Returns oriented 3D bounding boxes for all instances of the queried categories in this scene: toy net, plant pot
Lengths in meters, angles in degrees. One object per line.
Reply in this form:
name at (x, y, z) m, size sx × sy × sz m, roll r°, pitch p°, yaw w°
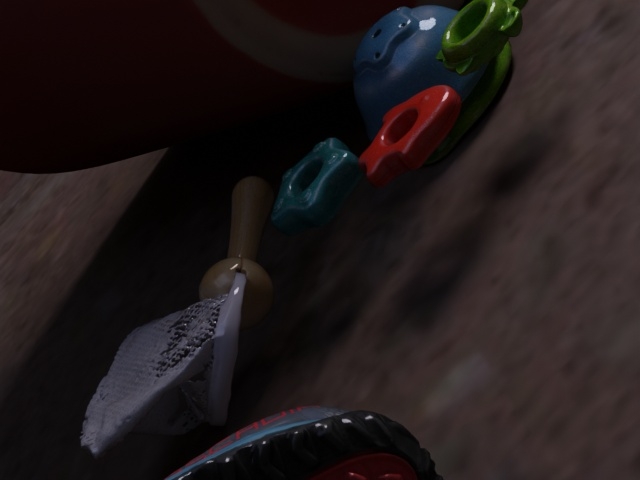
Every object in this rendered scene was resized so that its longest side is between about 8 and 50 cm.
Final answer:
toy net at (0.000, 0.000, 0.725) m, size 0.232 × 0.045 × 0.122 m, roll -53°, pitch 24°, yaw -9°
plant pot at (-0.069, -0.164, 0.871) m, size 0.243 × 0.275 × 0.275 m, roll 1°, pitch 52°, yaw 51°

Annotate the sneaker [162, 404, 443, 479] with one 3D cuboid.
sneaker at (-0.074, 0.140, 0.541) m, size 0.262 × 0.104 × 0.125 m, roll -48°, pitch 19°, yaw 0°
